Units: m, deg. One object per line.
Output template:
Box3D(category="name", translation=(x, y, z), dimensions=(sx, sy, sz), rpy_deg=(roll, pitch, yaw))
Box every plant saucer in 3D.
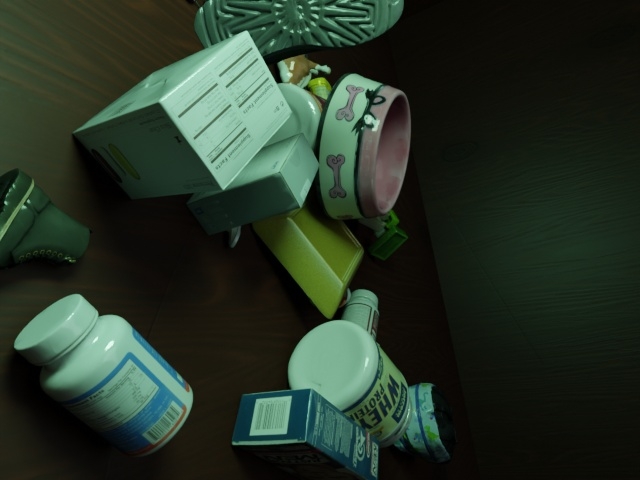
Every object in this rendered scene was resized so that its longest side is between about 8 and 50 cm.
Box3D(category="plant saucer", translation=(0.000, 0.000, 1.222), dimensions=(0.332, 0.081, 0.332), rpy_deg=(52, 29, -9))

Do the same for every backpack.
Box3D(category="backpack", translation=(0.377, 0.664, 1.595), dimensions=(0.355, 0.274, 0.289), rpy_deg=(75, 15, -63))

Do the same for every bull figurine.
Box3D(category="bull figurine", translation=(-0.084, -0.592, 1.411), dimensions=(0.189, 0.101, 0.310), rpy_deg=(-18, 88, -39))

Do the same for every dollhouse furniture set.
Box3D(category="dollhouse furniture set", translation=(0.187, -0.076, 1.787), dimensions=(0.302, 0.151, 0.197), rpy_deg=(25, 31, -38))

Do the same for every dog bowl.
Box3D(category="dog bowl", translation=(0.135, -0.245, 1.202), dimensions=(0.408, 0.151, 0.407), rpy_deg=(-43, 140, -53))

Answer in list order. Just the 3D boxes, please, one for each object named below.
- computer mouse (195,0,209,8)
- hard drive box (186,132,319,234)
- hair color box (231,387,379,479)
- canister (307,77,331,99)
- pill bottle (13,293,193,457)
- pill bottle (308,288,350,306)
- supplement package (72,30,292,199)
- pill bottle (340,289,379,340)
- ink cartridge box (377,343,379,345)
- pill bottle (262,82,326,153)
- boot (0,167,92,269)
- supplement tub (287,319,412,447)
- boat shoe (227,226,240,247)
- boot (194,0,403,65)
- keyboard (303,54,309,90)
Box3D(category="computer mouse", translation=(-0.320, -0.625, 1.051), dimensions=(0.193, 0.042, 0.106), rpy_deg=(48, 37, -45))
Box3D(category="hard drive box", translation=(-0.139, -0.121, 0.926), dimensions=(0.089, 0.232, 0.181), rpy_deg=(60, 29, -29))
Box3D(category="hair color box", translation=(-0.015, 0.441, 0.943), dimensions=(0.347, 0.174, 0.105), rpy_deg=(52, 34, -41))
Box3D(category="canister", translation=(0.011, -0.505, 1.634), dimensions=(0.126, 0.074, 0.169), rpy_deg=(12, 67, -72))
Box3D(category="pill bottle", translation=(-0.284, 0.179, 0.583), dimensions=(0.221, 0.124, 0.124), rpy_deg=(60, 29, -29))
Box3D(category="pill bottle", translation=(0.032, 0.161, 1.302), dimensions=(0.152, 0.086, 0.086), rpy_deg=(17, 61, -61))
Box3D(category="supplement package", translation=(-0.221, -0.189, 0.700), dimensions=(0.145, 0.262, 0.204), rpy_deg=(57, 50, -33))
Box3D(category="pill bottle", translation=(0.124, 0.268, 1.392), dimensions=(0.121, 0.121, 0.221), rpy_deg=(61, 28, -28))
Box3D(category="ink cartridge box", translation=(0.159, 0.403, 1.468), dimensions=(0.099, 0.056, 0.135), rpy_deg=(46, 38, -45))
Box3D(category="pill bottle", translation=(-0.027, -0.308, 1.272), dimensions=(0.392, 0.224, 0.223), rpy_deg=(-16, 91, -65))
Box3D(category="boot", translation=(-0.373, 0.022, 0.553), dimensions=(0.137, 0.077, 0.197), rpy_deg=(55, 32, -47))
Box3D(category="supplement tub", translation=(0.089, 0.381, 1.121), dimensions=(0.324, 0.236, 0.235), rpy_deg=(53, 33, -38))
Box3D(category="boat shoe", translation=(-0.202, -0.030, 0.988), dimensions=(0.035, 0.035, 0.100), rpy_deg=(23, 55, -26))
Box3D(category="boot", translation=(-0.069, -0.440, 0.926), dimensions=(0.445, 0.367, 0.146), rpy_deg=(-123, -158, -73))
Box3D(category="keyboard", translation=(-0.092, -0.643, 1.555), dimensions=(0.201, 0.033, 0.317), rpy_deg=(44, 38, -48))
